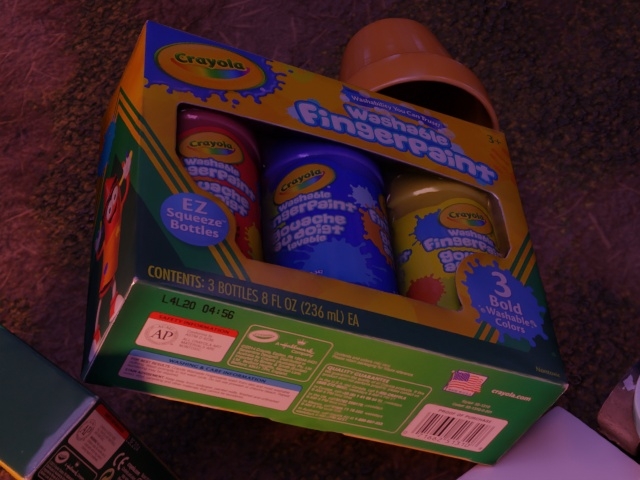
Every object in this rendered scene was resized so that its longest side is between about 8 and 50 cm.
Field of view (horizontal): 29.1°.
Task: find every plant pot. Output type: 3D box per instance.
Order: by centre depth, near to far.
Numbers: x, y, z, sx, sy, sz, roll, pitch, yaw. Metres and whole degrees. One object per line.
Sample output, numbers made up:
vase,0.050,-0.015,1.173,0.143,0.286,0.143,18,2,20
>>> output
plant pot,0.101,-0.171,1.512,0.205,0.205,0.188,-12,43,3

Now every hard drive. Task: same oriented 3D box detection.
hard drive,0.203,0.306,1.219,0.307,0.040,0.203,-29,47,-28

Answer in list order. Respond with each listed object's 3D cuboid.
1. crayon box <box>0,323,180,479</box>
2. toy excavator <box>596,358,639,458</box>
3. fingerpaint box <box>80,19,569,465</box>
crayon box,-0.306,0.177,1.267,0.313,0.363,0.106,32,73,24
toy excavator,0.483,0.041,1.161,0.433,0.445,0.222,-42,62,-16
fingerpaint box,0.000,0.000,1.271,0.445,0.163,0.371,16,43,-20
